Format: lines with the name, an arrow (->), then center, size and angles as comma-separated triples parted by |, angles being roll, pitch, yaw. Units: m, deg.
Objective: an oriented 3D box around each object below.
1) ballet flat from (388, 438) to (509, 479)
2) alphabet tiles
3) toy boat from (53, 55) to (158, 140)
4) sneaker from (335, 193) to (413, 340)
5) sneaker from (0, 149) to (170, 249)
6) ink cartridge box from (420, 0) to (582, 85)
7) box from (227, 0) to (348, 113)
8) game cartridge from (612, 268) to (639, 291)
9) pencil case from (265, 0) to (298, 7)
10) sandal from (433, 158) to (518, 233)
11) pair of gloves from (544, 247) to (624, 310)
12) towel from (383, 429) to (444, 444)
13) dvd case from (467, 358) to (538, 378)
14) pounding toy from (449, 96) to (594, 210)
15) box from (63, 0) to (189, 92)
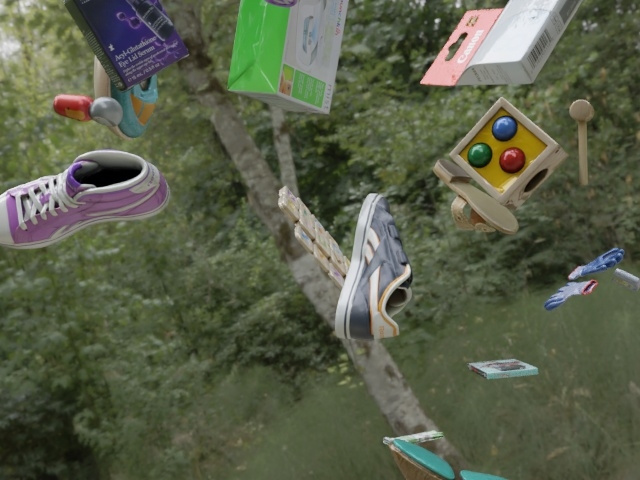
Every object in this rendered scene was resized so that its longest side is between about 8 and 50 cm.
ballet flat -> 0.304, 0.589, 1.595 | 0.343, 0.124, 0.116 | 22, 7, -7
alphabet tiles -> 0.000, 0.000, 1.548 | 0.021, 0.284, 0.278 | -37, 17, 11
toy boat -> -0.460, -0.335, 1.536 | 0.148, 0.267, 0.318 | 11, 30, 12
sneaker -> 0.122, 0.052, 1.303 | 0.128, 0.321, 0.126 | 5, -31, 15
sneaker -> -0.371, -0.070, 0.957 | 0.282, 0.102, 0.161 | -16, -11, -3
ink cartridge box -> 0.472, -0.567, 1.834 | 0.385, 0.091, 0.308 | 15, 67, 48
box -> -0.063, -0.411, 1.380 | 0.127, 0.261, 0.231 | 12, 4, 28
game cartridge -> 0.642, 0.085, 1.401 | 0.056, 0.017, 0.083 | 27, -5, 25
pencil case -> -0.028, -0.415, 0.891 | 0.086, 0.206, 0.088 | 15, -12, 35
sandal -> 0.285, -0.059, 1.284 | 0.088, 0.240, 0.079 | 3, -53, -33
pair of gloves -> 0.576, 0.085, 1.457 | 0.198, 0.023, 0.159 | -38, -3, -22
towel -> 0.262, 0.557, 1.895 | 0.152, 0.023, 0.113 | -8, -9, -10
dvd case -> 0.311, 0.221, 1.152 | 0.087, 0.013, 0.119 | -5, -3, -2
pounding toy -> 0.346, -0.150, 1.071 | 0.206, 0.181, 0.094 | -49, -27, 18
box -> -0.392, -0.428, 1.351 | 0.153, 0.207, 0.108 | -37, 23, -17
